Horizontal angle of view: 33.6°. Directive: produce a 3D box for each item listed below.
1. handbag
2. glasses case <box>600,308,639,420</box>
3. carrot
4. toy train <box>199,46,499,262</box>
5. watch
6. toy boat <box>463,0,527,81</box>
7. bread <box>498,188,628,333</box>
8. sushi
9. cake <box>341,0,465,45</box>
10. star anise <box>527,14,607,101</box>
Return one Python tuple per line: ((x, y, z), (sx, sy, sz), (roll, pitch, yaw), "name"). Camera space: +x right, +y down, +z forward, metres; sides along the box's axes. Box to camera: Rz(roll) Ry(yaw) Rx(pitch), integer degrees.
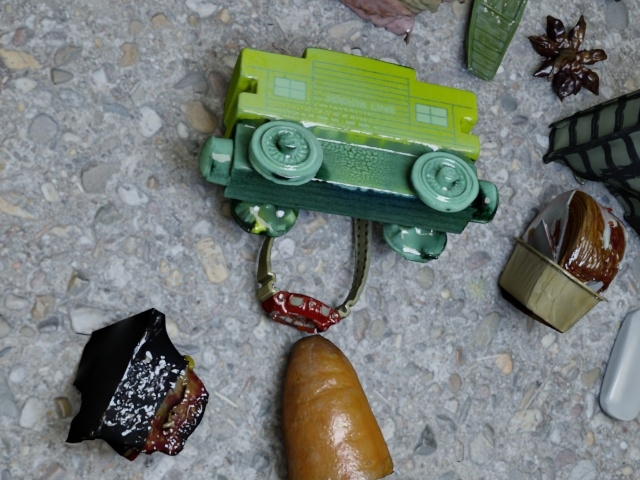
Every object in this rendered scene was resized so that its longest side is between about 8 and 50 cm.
((0.567, -0.101, 1.710), (0.325, 0.327, 0.162), (45, 70, -12), "handbag")
((0.535, 0.212, 1.813), (0.076, 0.049, 0.197), (26, 76, -17), "glasses case")
((0.015, 0.248, 1.559), (0.159, 0.159, 0.225), (-4, 78, -22), "carrot")
((0.045, -0.137, 1.554), (0.442, 0.179, 0.272), (9, 57, -13), "toy train")
((-0.006, 0.006, 1.608), (0.164, 0.102, 0.269), (11, 73, -19), "watch")
((0.299, -0.397, 1.778), (0.093, 0.055, 0.293), (26, 75, -18), "toy boat")
((0.382, 0.026, 1.678), (0.142, 0.224, 0.212), (31, 96, -14), "bread")
((-0.240, 0.218, 1.461), (0.150, 0.153, 0.172), (35, 50, -33), "sushi")
((0.129, -0.528, 1.594), (0.293, 0.307, 0.314), (32, 74, -12), "cake")
((0.425, -0.313, 1.821), (0.167, 0.057, 0.168), (6, 77, -29), "star anise")
